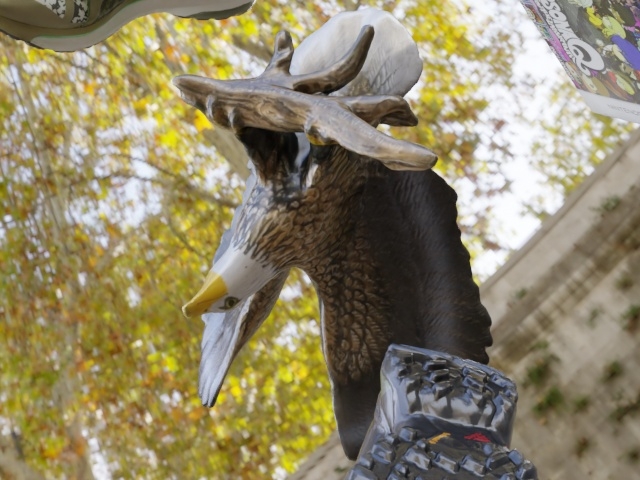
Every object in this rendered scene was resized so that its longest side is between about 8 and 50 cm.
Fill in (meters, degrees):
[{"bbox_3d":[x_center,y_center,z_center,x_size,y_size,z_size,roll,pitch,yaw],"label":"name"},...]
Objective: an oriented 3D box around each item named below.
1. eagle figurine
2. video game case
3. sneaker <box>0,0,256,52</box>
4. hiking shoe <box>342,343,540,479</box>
[{"bbox_3d":[-0.010,0.005,0.799,0.225,0.226,0.298,-17,-45,-3],"label":"eagle figurine"},{"bbox_3d":[0.248,-0.193,0.974,0.042,0.210,0.232,-42,-66,-5],"label":"video game case"},{"bbox_3d":[-0.202,-0.328,1.184,0.410,0.158,0.182,-24,-23,-42],"label":"sneaker"},{"bbox_3d":[0.044,0.133,0.465,0.086,0.227,0.114,13,-71,7],"label":"hiking shoe"}]
